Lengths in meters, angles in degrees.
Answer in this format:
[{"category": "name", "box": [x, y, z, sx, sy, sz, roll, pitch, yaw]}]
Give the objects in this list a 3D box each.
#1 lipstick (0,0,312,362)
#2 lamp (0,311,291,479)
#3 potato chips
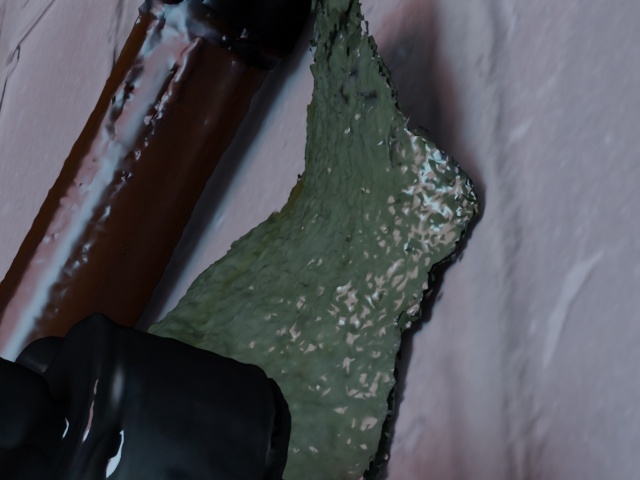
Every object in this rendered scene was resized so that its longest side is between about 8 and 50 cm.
[{"category": "lipstick", "box": [-0.074, -0.056, 0.891, 0.418, 0.077, 0.077, -62, 24, 2]}, {"category": "lamp", "box": [-0.130, 0.183, 0.595, 0.374, 0.205, 0.272, -68, 20, 4]}, {"category": "potato chips", "box": [-0.006, -0.005, 0.726, 0.167, 0.059, 0.228, -5, 55, 55]}]
